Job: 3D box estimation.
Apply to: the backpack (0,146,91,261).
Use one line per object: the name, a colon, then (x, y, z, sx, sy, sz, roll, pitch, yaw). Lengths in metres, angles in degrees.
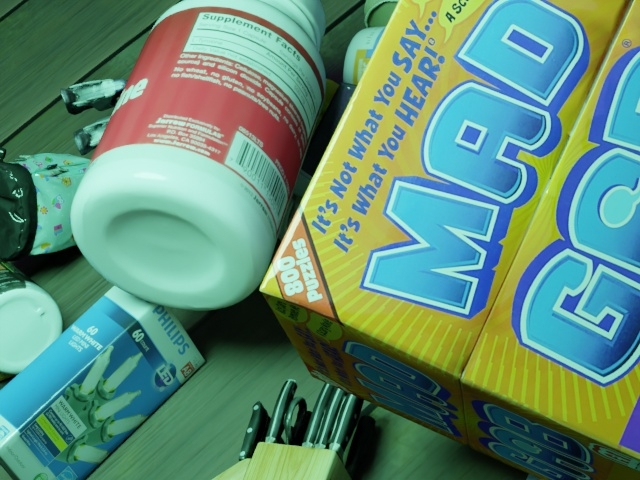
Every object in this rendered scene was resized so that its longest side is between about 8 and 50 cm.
backpack: (-0.359, -0.048, 2.038, 0.115, 0.152, 0.182, 24, 25, 33)

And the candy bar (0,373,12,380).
candy bar: (-0.369, 0.153, 1.946, 0.161, 0.018, 0.040, -18, 42, 9)

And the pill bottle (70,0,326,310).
pill bottle: (-0.123, -0.138, 1.785, 0.229, 0.229, 0.408, -3, 46, 23)

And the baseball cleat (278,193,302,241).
baseball cleat: (0.000, 0.000, 1.892, 0.109, 0.072, 0.206, -29, 39, 21)

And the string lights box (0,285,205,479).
string lights box: (-0.272, 0.177, 1.792, 0.259, 0.133, 0.077, -44, 45, -17)

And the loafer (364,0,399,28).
loafer: (0.165, -0.283, 2.044, 0.268, 0.102, 0.092, 11, 49, 33)

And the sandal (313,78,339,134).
sandal: (-0.100, -0.120, 2.012, 0.317, 0.126, 0.138, -24, 1, -14)

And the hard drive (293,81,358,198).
hard drive: (0.103, -0.084, 1.830, 0.254, 0.054, 0.172, 25, 78, 14)

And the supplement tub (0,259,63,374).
supplement tub: (-0.407, 0.091, 1.933, 0.117, 0.117, 0.190, -40, 27, -14)

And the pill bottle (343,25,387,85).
pill bottle: (0.179, -0.199, 1.919, 0.272, 0.152, 0.152, 0, 49, 27)

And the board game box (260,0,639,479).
board game box: (0.202, 0.000, 1.375, 0.356, 0.356, 0.356, 23, 78, 12)

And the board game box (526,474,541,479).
board game box: (0.276, 0.312, 1.468, 0.211, 0.039, 0.160, 6, 52, 32)

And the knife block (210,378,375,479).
knife block: (-0.009, 0.276, 1.604, 0.242, 0.088, 0.276, -32, 43, -5)

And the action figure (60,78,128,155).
action figure: (-0.205, -0.202, 2.086, 0.285, 0.099, 0.185, -19, 81, -3)
